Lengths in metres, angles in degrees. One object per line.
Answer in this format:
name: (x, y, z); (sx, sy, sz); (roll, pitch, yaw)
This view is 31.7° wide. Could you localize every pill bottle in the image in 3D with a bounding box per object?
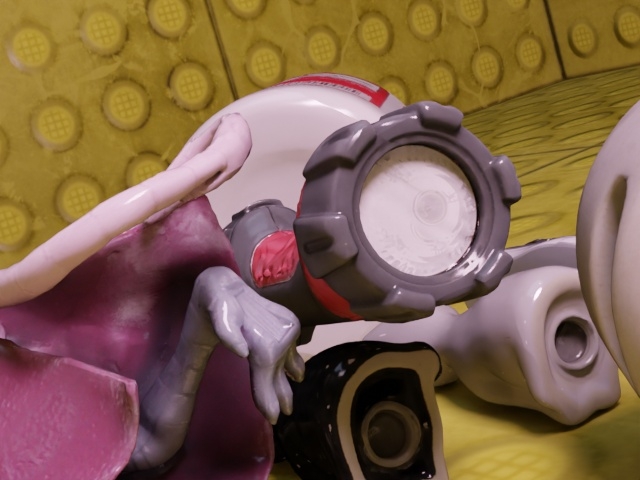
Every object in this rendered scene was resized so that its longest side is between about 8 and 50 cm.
pill bottle: (0.000, -0.042, 1.073); (0.229, 0.229, 0.408); (-15, 9, 8)

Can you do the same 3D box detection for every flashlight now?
flashlight: (0.000, 0.000, 0.642); (0.103, 0.103, 0.304); (-55, 13, -15)

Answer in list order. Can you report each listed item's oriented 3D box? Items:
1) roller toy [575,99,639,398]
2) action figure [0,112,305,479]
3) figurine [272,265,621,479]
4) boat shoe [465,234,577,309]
roller toy: (0.217, 0.011, 0.489); (0.191, 0.209, 0.146); (-50, 3, 10)
action figure: (-0.210, 0.096, 0.549); (0.370, 0.276, 0.248); (4, 23, 25)
figurine: (0.049, 0.083, 0.702); (0.214, 0.092, 0.209); (-20, 5, -28)
boat shoe: (0.186, 0.030, 0.813); (0.076, 0.080, 0.228); (-21, 3, -22)
